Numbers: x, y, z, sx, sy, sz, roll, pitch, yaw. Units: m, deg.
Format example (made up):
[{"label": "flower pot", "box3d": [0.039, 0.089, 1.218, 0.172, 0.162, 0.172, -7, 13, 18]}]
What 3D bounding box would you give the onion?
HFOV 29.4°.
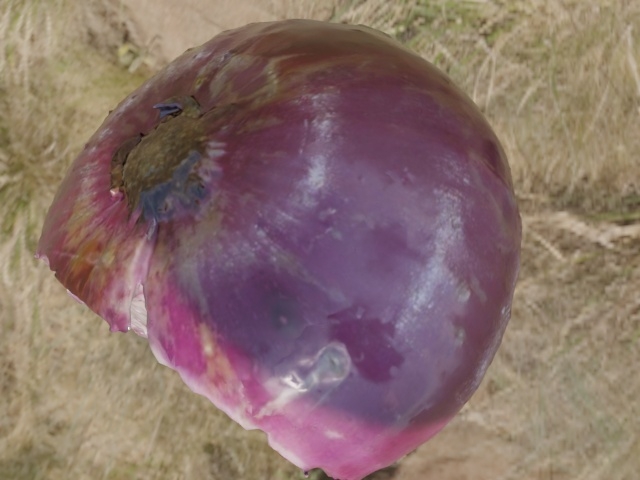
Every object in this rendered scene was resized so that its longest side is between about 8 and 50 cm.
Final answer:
[{"label": "onion", "box3d": [-0.009, -0.008, 0.524, 0.200, 0.207, 0.201, -2, 97, -13]}]
